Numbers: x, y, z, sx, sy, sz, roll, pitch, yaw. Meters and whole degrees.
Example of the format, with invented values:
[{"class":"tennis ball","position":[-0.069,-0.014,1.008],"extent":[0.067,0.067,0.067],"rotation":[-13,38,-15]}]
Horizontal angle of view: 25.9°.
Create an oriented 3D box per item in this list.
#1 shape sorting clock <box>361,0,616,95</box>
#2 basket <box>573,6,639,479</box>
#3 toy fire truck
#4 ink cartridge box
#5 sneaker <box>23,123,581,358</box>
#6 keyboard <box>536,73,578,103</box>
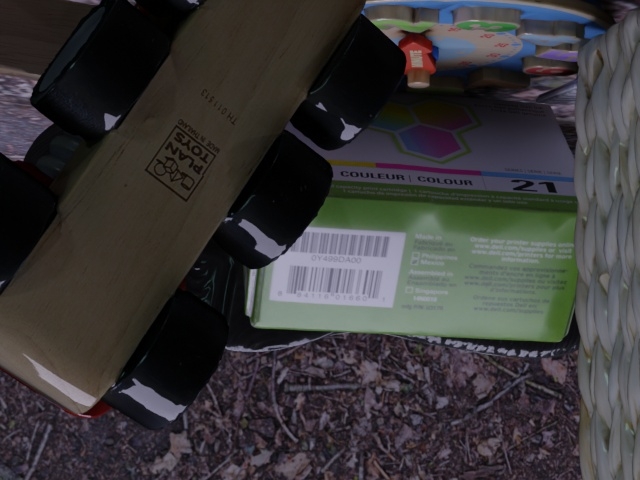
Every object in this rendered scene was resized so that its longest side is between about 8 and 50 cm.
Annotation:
[{"class":"shape sorting clock","position":[0.053,-0.102,0.741],"extent":[0.206,0.040,0.206],"rotation":[3,173,0]},{"class":"basket","position":[0.295,0.043,0.584],"extent":[0.328,0.331,0.266],"rotation":[-1,175,-8]},{"class":"toy fire truck","position":[-0.114,-0.048,0.643],"extent":[0.158,0.217,0.246],"rotation":[37,166,-20]},{"class":"ink cartridge box","position":[0.046,-0.053,0.874],"extent":[0.188,0.097,0.255],"rotation":[3,-146,-8]},{"class":"sneaker","position":[0.000,0.001,1.102],"extent":[0.447,0.169,0.257],"rotation":[10,-179,2]},{"class":"keyboard","position":[0.256,-0.086,0.795],"extent":[0.256,0.014,0.072],"rotation":[-1,173,-9]}]
